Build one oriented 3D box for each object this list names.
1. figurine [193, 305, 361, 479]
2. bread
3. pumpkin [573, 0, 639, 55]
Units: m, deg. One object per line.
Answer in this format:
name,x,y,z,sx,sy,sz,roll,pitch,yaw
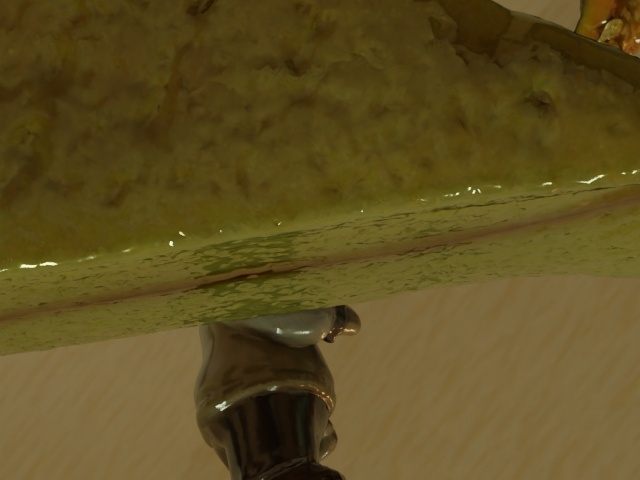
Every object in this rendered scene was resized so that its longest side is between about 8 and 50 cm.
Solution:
figurine,-0.043,0.015,1.010,0.365,0.206,0.218,59,179,24
bread,0.000,0.000,0.623,0.361,0.245,0.233,23,175,15
pumpkin,0.295,-0.222,1.132,0.190,0.281,0.139,9,-161,23
